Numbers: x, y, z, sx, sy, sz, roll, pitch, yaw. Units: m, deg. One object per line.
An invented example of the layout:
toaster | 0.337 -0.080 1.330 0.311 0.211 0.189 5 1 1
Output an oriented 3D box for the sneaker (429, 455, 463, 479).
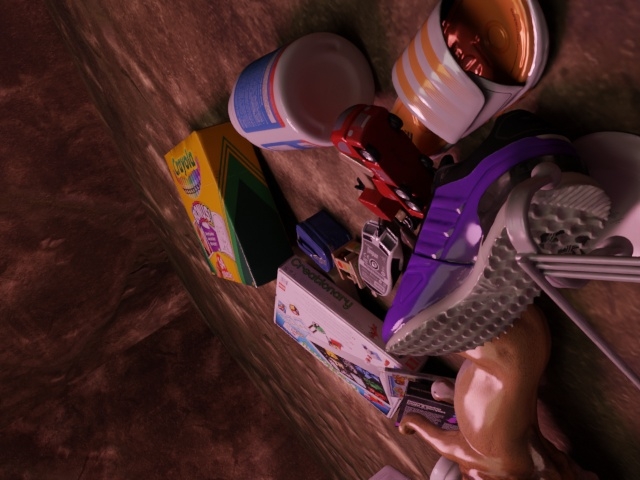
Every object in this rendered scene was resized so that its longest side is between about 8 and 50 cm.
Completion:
sneaker | 0.291 0.468 0.955 0.169 0.108 0.292 32 157 44

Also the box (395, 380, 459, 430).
box | 0.189 0.285 0.918 0.116 0.029 0.162 13 147 9

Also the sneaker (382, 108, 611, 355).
sneaker | 0.140 0.000 0.536 0.293 0.102 0.146 120 149 -46

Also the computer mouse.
computer mouse | 0.090 0.001 0.791 0.106 0.042 0.193 38 148 30

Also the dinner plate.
dinner plate | 0.242 -0.021 0.449 0.141 0.017 0.141 47 157 27

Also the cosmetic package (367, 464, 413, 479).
cosmetic package | 0.192 0.546 0.864 0.230 0.161 0.453 60 163 -5

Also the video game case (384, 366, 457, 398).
video game case | 0.167 0.241 0.908 0.122 0.011 0.087 6 140 18

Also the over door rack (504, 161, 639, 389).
over door rack | 0.287 0.070 0.334 0.239 0.108 0.324 3 138 55

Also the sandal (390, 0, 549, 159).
sandal | 0.105 -0.127 0.511 0.102 0.076 0.265 53 159 8

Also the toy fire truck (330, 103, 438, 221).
toy fire truck | 0.064 -0.078 0.604 0.192 0.047 0.135 40 172 -39

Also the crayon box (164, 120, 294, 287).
crayon box | -0.208 -0.073 1.206 0.363 0.106 0.313 1 114 66

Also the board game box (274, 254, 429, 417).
board game box | 0.042 0.181 1.038 0.305 0.053 0.193 37 146 19

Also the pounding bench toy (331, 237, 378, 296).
pounding bench toy | 0.064 0.047 0.896 0.065 0.052 0.083 22 140 57

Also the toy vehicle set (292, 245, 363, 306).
toy vehicle set | 0.034 0.142 1.128 0.166 0.035 0.266 27 145 53

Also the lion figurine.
lion figurine | 0.205 0.175 0.652 0.240 0.142 0.392 19 135 48

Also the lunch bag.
lunch bag | 0.000 0.000 0.952 0.098 0.065 0.067 43 155 32

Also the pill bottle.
pill bottle | -0.039 -0.175 0.698 0.221 0.124 0.124 13 133 61
